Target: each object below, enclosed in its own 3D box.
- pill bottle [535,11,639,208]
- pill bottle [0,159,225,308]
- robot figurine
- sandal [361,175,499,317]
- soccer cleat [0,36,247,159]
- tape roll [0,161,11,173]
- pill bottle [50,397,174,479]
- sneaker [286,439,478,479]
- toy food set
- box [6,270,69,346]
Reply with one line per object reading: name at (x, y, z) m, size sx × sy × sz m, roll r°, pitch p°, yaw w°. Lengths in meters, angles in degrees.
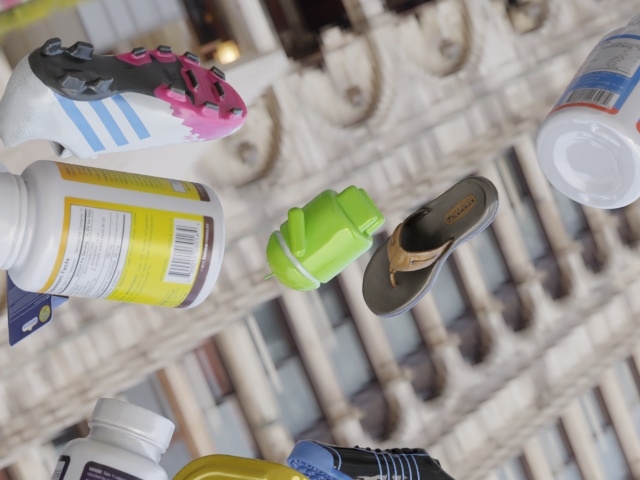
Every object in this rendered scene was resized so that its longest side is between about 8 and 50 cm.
pill bottle at (0.318, -0.143, 1.792) m, size 0.124 × 0.124 × 0.221 m, roll -14°, pitch -152°, yaw 44°
pill bottle at (-0.201, -0.007, 1.547) m, size 0.215 × 0.117 × 0.117 m, roll 8°, pitch 174°, yaw -27°
robot figurine at (0.000, 0.000, 1.563) m, size 0.115 × 0.067 × 0.101 m, roll -39°, pitch 166°, yaw 12°
sandal at (0.128, 0.003, 2.146) m, size 0.219 × 0.090 × 0.060 m, roll -42°, pitch 155°, yaw 16°
soccer cleat at (-0.237, -0.154, 2.040) m, size 0.331 × 0.116 × 0.143 m, roll 5°, pitch 136°, yaw -46°
tape roll at (-0.487, -0.091, 1.985) m, size 0.100 × 0.286 × 0.286 m, roll -53°, pitch -176°, yaw 9°
pill bottle at (-0.207, 0.252, 1.648) m, size 0.108 × 0.108 × 0.194 m, roll -8°, pitch -121°, yaw 59°
sneaker at (0.075, 0.268, 1.974) m, size 0.081 × 0.232 × 0.090 m, roll -38°, pitch -154°, yaw 60°
toy food set at (-0.090, 0.287, 1.806) m, size 0.217 × 0.128 × 0.071 m, roll 8°, pitch 173°, yaw 21°
box at (-0.441, 0.044, 2.699) m, size 0.036 × 0.225 × 0.136 m, roll 14°, pitch 150°, yaw -37°
